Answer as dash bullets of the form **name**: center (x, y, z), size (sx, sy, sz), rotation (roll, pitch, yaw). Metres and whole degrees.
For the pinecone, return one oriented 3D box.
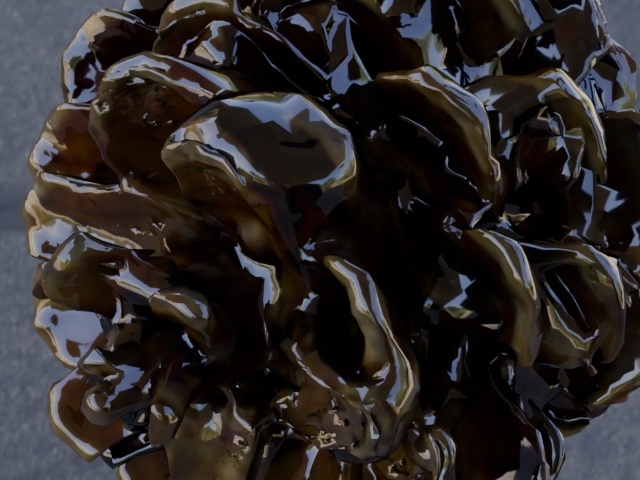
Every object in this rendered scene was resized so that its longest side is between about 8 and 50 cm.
- **pinecone**: center (0.009, 0.007, 0.548), size (0.243, 0.243, 0.257), rotation (16, 42, -4)
